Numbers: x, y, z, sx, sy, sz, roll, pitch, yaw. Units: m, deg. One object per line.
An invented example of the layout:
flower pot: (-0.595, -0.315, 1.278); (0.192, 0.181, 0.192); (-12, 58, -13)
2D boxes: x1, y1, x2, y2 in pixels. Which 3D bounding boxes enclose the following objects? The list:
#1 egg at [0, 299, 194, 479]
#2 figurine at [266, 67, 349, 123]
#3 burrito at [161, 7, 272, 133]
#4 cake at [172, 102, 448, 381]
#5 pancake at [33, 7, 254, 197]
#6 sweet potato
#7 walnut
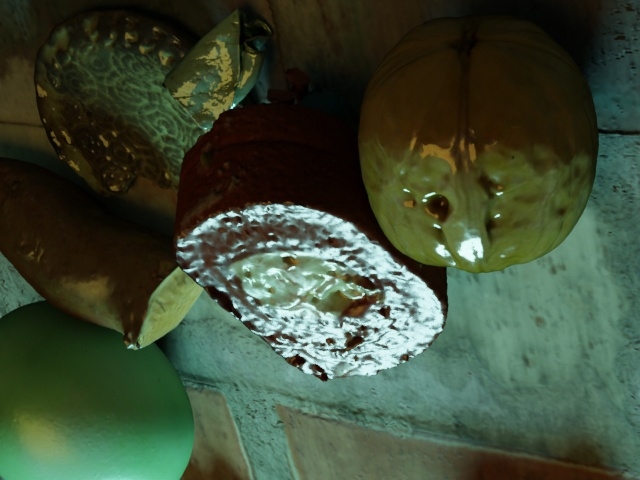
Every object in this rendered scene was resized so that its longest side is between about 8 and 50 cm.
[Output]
egg: (-0.266, 0.187, 1.866); (0.269, 0.220, 0.220); (38, 137, 1)
figurine: (-0.016, -0.087, 1.577); (0.075, 0.068, 0.140); (27, 140, 17)
burrito: (-0.090, -0.159, 1.576); (0.074, 0.044, 0.118); (46, 108, 0)
cake: (0.000, 0.000, 1.509); (0.177, 0.151, 0.283); (-28, 128, 23)
pancake: (-0.168, -0.107, 1.709); (0.288, 0.033, 0.286); (-14, 113, 44)
sweet potato: (-0.280, 0.002, 1.812); (0.336, 0.131, 0.131); (27, 134, 22)
walnut: (0.129, -0.074, 1.377); (0.195, 0.195, 0.222); (18, 130, 29)
